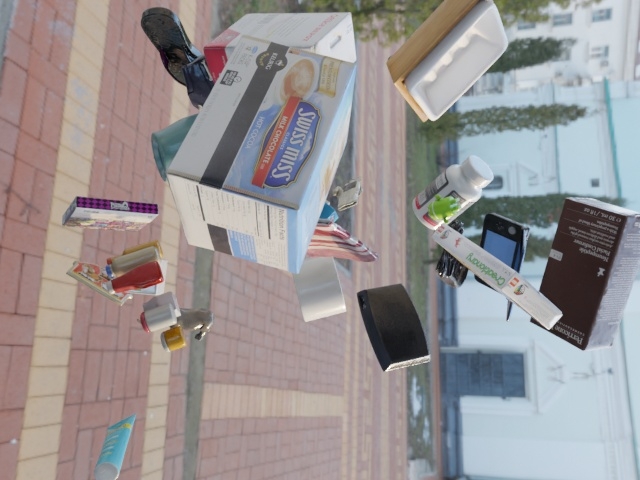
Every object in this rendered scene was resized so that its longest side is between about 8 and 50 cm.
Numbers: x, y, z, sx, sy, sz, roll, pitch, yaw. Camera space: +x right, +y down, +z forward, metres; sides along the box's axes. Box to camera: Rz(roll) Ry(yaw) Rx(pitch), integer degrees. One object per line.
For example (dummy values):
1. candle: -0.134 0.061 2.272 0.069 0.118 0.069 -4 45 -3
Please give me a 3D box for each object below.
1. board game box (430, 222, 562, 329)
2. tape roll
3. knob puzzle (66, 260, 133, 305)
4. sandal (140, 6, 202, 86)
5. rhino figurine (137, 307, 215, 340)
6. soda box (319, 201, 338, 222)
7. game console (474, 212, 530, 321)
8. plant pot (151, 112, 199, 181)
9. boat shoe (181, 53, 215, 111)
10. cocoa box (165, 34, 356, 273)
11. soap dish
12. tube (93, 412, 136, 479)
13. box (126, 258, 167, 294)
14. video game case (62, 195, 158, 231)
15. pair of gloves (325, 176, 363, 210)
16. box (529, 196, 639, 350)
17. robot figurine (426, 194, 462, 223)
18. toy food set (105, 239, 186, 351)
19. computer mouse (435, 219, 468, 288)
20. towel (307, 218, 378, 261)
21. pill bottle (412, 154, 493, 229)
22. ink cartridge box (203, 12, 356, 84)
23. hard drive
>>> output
1. board game box: 0.408 0.076 1.319 0.193 0.053 0.305 36 6 -28
2. tape roll: -0.008 0.182 2.183 0.246 0.169 0.246 165 -90 -89
3. knob puzzle: -0.627 0.107 1.616 0.030 0.213 0.213 -55 164 4
4. sandal: -0.517 -0.656 2.036 0.446 0.168 0.107 52 35 -64
5. rhino figurine: -0.441 0.247 1.713 0.106 0.243 0.073 -60 -145 36
6. soda box: -0.045 -0.122 1.764 0.071 0.210 0.067 -47 159 -5
7. game console: 0.621 0.087 1.945 0.173 0.250 0.293 -20 125 -36
8. plant pot: -0.470 -0.326 2.034 0.271 0.255 0.271 46 -35 45
9. boat shoe: -0.292 -0.391 1.649 0.127 0.158 0.340 -110 -177 -67
10. cocoa box: -0.091 -0.158 1.026 0.231 0.228 0.347 94 14 -60
11. soap dish: 0.309 -0.456 1.369 0.118 0.291 0.229 52 14 28
12. tube: -0.482 0.481 1.303 0.207 0.080 0.052 -127 -165 -73
13. box: -0.472 0.096 1.509 0.102 0.087 0.101 138 -42 -83
14. video game case: -0.632 -0.075 1.667 0.232 0.210 0.041 4 74 -33
15. pair of gloves: 0.034 -0.146 1.967 0.042 0.240 0.204 63 25 -20
16. box: 0.733 0.087 1.521 0.191 0.143 0.381 32 -62 56
17. robot figurine: 0.412 -0.107 1.861 0.067 0.115 0.101 -27 99 -51
18. toy food set: -0.333 0.102 1.034 0.111 0.105 0.232 92 -22 -66
19. computer mouse: 0.415 0.064 1.782 0.188 0.072 0.272 -66 150 -15
20. towel: 0.000 0.000 1.592 0.329 0.237 0.037 33 65 -57
21. pill bottle: 0.538 -0.196 2.259 0.176 0.318 0.176 23 44 -25
22. ink cartridge box: -0.096 -0.466 1.378 0.226 0.306 0.131 -55 146 -40
23. hard drive: 0.220 0.248 1.649 0.054 0.172 0.254 114 -36 -55
